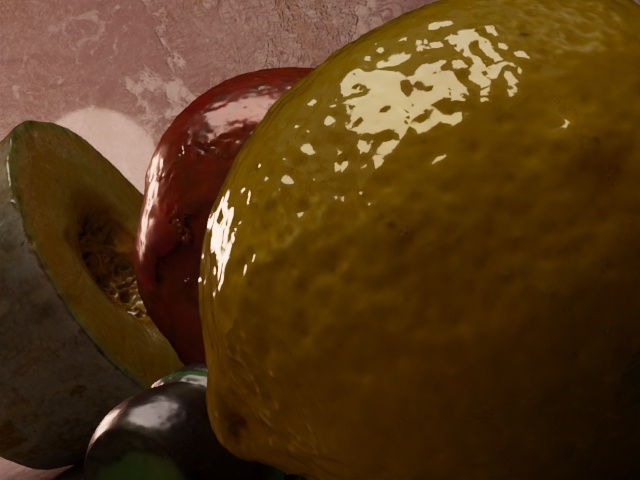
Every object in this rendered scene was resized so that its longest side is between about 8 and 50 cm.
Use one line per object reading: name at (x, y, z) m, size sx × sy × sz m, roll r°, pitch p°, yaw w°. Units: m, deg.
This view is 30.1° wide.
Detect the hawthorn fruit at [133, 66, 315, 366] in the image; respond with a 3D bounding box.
hawthorn fruit at (0.022, -0.010, 0.918) m, size 0.307 × 0.276 × 0.276 m, roll -9°, pitch 5°, yaw 16°

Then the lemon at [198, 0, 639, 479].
lemon at (0.070, 0.006, 0.463) m, size 0.260 × 0.204 × 0.204 m, roll -30°, pitch 2°, yaw -7°

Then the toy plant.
toy plant at (-0.039, 0.100, 0.588) m, size 0.093 × 0.092 × 0.162 m, roll -21°, pitch 1°, yaw 32°

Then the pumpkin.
pumpkin at (-0.257, 0.065, 1.151) m, size 0.199 × 0.332 × 0.332 m, roll -33°, pitch -2°, yaw 16°
